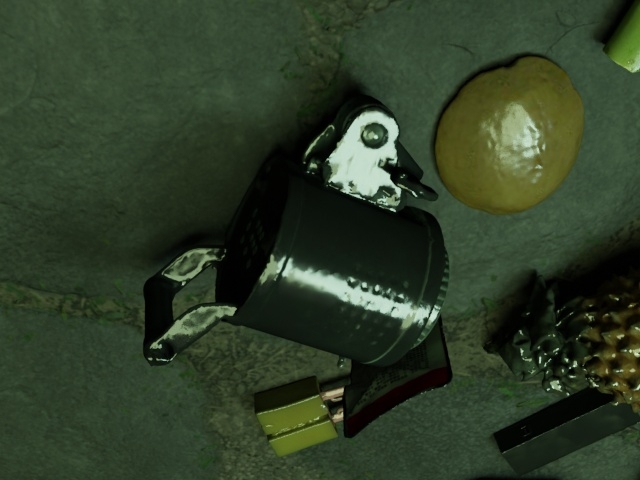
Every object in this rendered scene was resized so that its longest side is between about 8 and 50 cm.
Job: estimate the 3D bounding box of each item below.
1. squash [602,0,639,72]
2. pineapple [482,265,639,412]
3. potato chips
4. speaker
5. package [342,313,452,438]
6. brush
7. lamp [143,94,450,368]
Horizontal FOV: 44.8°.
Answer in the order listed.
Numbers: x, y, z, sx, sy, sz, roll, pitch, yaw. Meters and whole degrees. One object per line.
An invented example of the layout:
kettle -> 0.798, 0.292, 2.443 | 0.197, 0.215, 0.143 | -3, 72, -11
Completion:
squash -> 0.392, -0.300, 0.824 | 0.083, 0.083, 0.250 | 10, 126, -14
pineapple -> 0.397, 0.132, 1.058 | 0.357, 0.223, 0.222 | -3, 126, 17
potato chips -> 0.237, -0.113, 0.940 | 0.195, 0.062, 0.208 | 19, 122, -16
speaker -> 0.397, 0.302, 1.253 | 0.218, 0.044, 0.082 | -31, 123, 14
package -> 0.091, 0.146, 0.993 | 0.154, 0.239, 0.030 | -36, 105, 17
brush -> 0.025, 0.244, 1.166 | 0.234, 0.047, 0.103 | -19, 124, 4
lamp -> 0.009, 0.039, 0.923 | 0.272, 0.205, 0.374 | 40, 100, -24
